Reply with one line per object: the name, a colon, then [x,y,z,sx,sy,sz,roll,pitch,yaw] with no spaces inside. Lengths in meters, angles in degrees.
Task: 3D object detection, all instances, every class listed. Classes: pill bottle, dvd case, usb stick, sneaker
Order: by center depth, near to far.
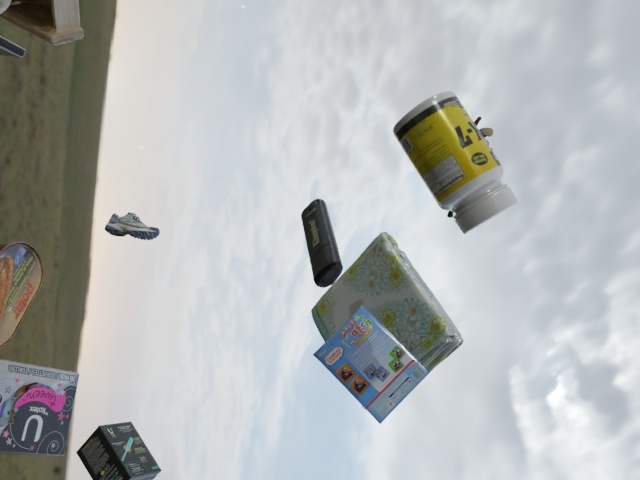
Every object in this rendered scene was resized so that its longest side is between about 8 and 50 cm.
pill bottle: [0.217,-0.123,1.084,0.209,0.119,0.119,59,-27,7]
usb stick: [0.000,0.000,1.489,0.077,0.045,0.278,-50,-153,23]
sneaker: [-0.441,-0.039,1.594,0.052,0.135,0.058,76,24,-66]
dvd case: [-0.898,-0.534,1.711,0.179,0.238,0.030,18,-95,40]

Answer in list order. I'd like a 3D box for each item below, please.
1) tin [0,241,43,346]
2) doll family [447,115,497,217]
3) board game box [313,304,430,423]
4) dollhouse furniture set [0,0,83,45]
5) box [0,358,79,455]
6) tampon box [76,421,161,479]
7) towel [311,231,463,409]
tin: [-0.527,0.089,1.114,0.106,0.040,0.190,58,37,-43]
doll family: [0.274,-0.139,1.283,0.193,0.076,0.111,-58,-171,1]
board game box: [0.113,0.275,1.511,0.211,0.160,0.039,45,-8,12]
dollhouse furniture set: [-0.592,-0.423,1.045,0.362,0.394,0.257,29,-49,24]
box: [-0.535,0.259,1.059,0.163,0.247,0.142,-4,-108,28]
tampon box: [-0.502,0.550,1.685,0.101,0.120,0.161,-48,-116,11]
towel: [0.158,0.215,1.746,0.320,0.090,0.374,-47,-126,21]
